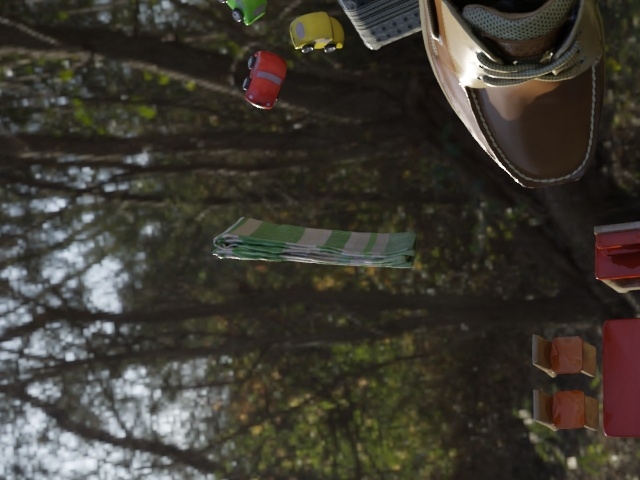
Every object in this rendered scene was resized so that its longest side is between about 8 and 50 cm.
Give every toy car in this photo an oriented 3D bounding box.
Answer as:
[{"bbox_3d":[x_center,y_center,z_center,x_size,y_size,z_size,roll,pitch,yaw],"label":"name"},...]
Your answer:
[{"bbox_3d":[-0.088,-0.362,1.697,0.225,0.239,0.053,48,150,-3],"label":"toy car"}]

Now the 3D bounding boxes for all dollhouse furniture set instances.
[{"bbox_3d":[0.399,0.120,1.304,0.135,0.262,0.259,31,-122,-54],"label":"dollhouse furniture set"}]

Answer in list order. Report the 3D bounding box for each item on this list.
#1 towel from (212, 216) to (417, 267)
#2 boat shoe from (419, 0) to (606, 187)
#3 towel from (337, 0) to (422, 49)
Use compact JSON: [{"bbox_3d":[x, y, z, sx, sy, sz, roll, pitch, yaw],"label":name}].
[{"bbox_3d":[0.000,0.000,1.737,0.248,0.325,0.038,-56,-31,-79],"label":"towel"},{"bbox_3d":[0.114,-0.152,0.641,0.120,0.123,0.324,-89,-21,-48],"label":"boat shoe"},{"bbox_3d":[0.148,-0.417,1.368,0.312,0.324,0.056,49,-150,-49],"label":"towel"}]
